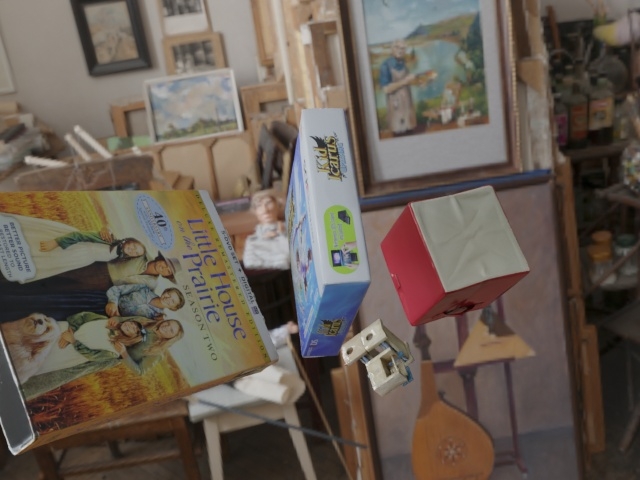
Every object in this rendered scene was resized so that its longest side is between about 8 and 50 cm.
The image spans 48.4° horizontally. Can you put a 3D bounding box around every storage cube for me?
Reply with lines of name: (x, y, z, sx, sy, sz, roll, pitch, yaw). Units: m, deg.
storage cube: (0.248, 0.029, 1.362, 0.183, 0.215, 0.193, -12, -20, -17)

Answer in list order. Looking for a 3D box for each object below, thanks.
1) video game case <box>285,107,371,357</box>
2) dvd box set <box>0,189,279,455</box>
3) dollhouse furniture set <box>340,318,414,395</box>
video game case: (0.000, 0.000, 0.962, 0.061, 0.269, 0.244, -2, 63, -9)
dvd box set: (-0.260, 0.076, 0.962, 0.062, 0.308, 0.420, -33, -16, 32)
dollhouse furniture set: (0.150, 0.316, 1.721, 0.129, 0.129, 0.184, -38, 35, 15)
